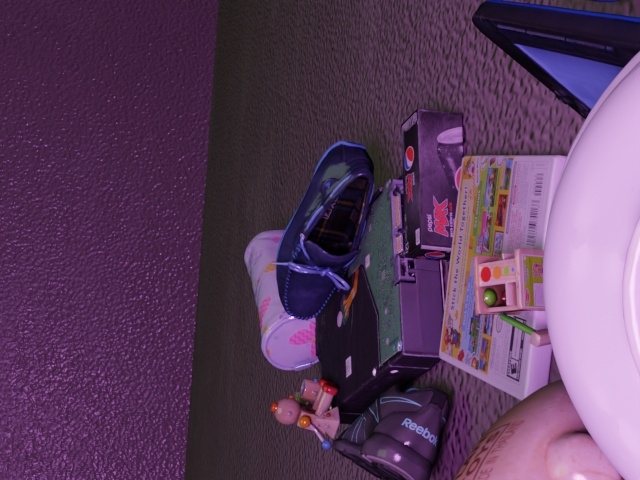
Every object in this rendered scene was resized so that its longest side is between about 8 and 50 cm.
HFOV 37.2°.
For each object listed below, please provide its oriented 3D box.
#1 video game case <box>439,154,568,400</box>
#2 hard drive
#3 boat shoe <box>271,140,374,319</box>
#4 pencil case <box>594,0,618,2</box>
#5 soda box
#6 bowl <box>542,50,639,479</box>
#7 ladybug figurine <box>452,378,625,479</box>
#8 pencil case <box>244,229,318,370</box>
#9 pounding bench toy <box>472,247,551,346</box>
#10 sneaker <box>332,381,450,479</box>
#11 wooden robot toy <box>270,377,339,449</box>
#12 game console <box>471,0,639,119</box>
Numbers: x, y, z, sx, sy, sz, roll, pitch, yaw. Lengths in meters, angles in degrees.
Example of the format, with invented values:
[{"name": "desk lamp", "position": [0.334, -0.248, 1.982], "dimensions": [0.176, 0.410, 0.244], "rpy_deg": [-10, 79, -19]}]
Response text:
[{"name": "video game case", "position": [0.180, 0.028, 0.951], "dimensions": [0.206, 0.026, 0.227], "rpy_deg": [-163, 78, -74]}, {"name": "hard drive", "position": [0.068, 0.089, 1.250], "dimensions": [0.339, 0.064, 0.237], "rpy_deg": [124, 148, -60]}, {"name": "boat shoe", "position": [0.000, 0.000, 1.222], "dimensions": [0.089, 0.109, 0.258], "rpy_deg": [-115, 33, -56]}, {"name": "pencil case", "position": [0.243, -0.319, 0.691], "dimensions": [0.306, 0.119, 0.133], "rpy_deg": [111, 147, -42]}, {"name": "soda box", "position": [0.130, -0.064, 1.095], "dimensions": [0.053, 0.060, 0.169], "rpy_deg": [135, 138, -67]}, {"name": "bowl", "position": [0.208, 0.018, 0.375], "dimensions": [0.298, 0.134, 0.297], "rpy_deg": [2, 93, 35]}, {"name": "ladybug figurine", "position": [0.131, 0.274, 0.650], "dimensions": [0.305, 0.162, 0.449], "rpy_deg": [-47, -22, -35]}, {"name": "pencil case", "position": [-0.060, 0.096, 1.606], "dimensions": [0.273, 0.113, 0.124], "rpy_deg": [-108, 18, -56]}, {"name": "pounding bench toy", "position": [0.171, 0.053, 0.835], "dimensions": [0.065, 0.052, 0.083], "rpy_deg": [-14, 75, 55]}, {"name": "sneaker", "position": [0.091, 0.228, 1.115], "dimensions": [0.106, 0.101, 0.267], "rpy_deg": [-59, 5, -15]}, {"name": "wooden robot toy", "position": [-0.026, 0.216, 1.256], "dimensions": [0.173, 0.079, 0.076], "rpy_deg": [-154, 77, -78]}, {"name": "game console", "position": [0.203, -0.017, 0.644], "dimensions": [0.173, 0.250, 0.293], "rpy_deg": [-54, 21, 5]}]
